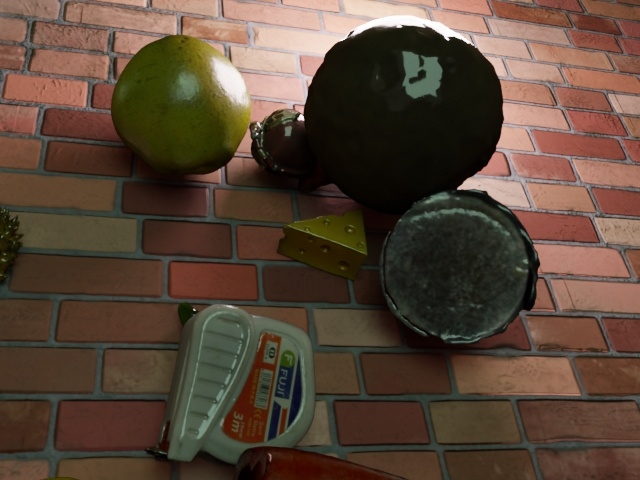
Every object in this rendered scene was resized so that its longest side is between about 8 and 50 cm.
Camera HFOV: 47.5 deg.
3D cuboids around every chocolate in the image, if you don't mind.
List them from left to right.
[{"bbox_3d":[0.267,0.056,1.463,0.303,0.213,0.303,0,87,5],"label":"chocolate"}]

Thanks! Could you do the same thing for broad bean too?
[{"bbox_3d":[-0.214,0.208,1.305,0.069,0.039,0.226,-1,56,-19],"label":"broad bean"}]

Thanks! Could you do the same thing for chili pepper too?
[{"bbox_3d":[0.009,0.446,1.060,0.306,0.229,0.251,18,80,-9],"label":"chili pepper"}]

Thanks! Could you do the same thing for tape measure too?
[{"bbox_3d":[-0.140,0.250,1.206,0.265,0.130,0.258,19,65,-23],"label":"tape measure"}]

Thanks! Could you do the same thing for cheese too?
[{"bbox_3d":[0.000,0.000,1.503,0.171,0.093,0.126,5,52,-12],"label":"cheese"}]

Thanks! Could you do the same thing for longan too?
[{"bbox_3d":[0.183,-0.252,1.521,0.436,0.404,0.404,34,30,-51],"label":"longan"}]

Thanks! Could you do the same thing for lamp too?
[{"bbox_3d":[-0.063,-0.215,1.634,0.223,0.151,0.215,47,45,-37],"label":"lamp"}]

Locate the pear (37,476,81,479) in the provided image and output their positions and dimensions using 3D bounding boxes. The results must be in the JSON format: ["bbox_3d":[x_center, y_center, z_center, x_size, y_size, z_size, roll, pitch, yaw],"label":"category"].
[{"bbox_3d":[-0.376,0.411,1.026,0.162,0.149,0.148,9,51,-16],"label":"pear"}]

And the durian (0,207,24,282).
[{"bbox_3d":[-0.653,0.043,1.252,0.191,0.112,0.341,38,49,16],"label":"durian"}]

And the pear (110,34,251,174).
[{"bbox_3d":[-0.290,-0.281,1.522,0.294,0.294,0.294,9,51,-11],"label":"pear"}]
